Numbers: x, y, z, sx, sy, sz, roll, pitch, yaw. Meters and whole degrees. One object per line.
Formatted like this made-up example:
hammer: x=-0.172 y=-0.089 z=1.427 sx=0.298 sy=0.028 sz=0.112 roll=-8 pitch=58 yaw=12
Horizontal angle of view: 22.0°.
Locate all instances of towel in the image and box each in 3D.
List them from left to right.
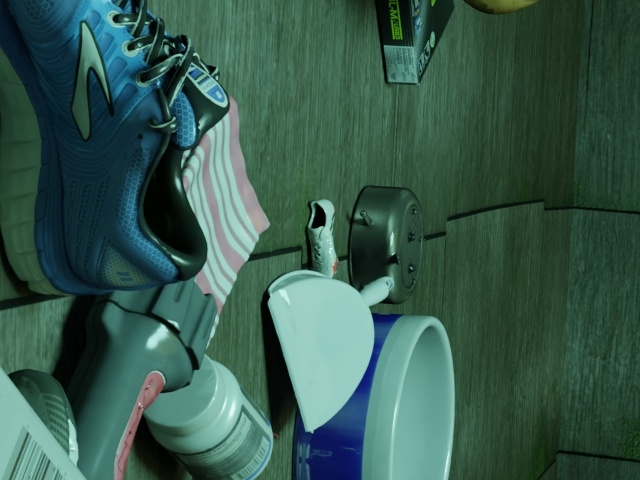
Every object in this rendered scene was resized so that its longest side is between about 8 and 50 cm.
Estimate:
towel: x=-0.093 y=-0.005 z=1.327 sx=0.197 sy=0.029 sz=0.144 roll=-68 pitch=154 yaw=-44

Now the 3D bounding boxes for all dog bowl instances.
dog bowl: x=0.061 y=0.207 z=1.727 sx=0.265 sy=0.104 sz=0.264 roll=4 pitch=90 yaw=-72

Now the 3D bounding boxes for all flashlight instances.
flashlight: x=-0.142 y=0.150 z=1.097 sx=0.103 sy=0.103 sz=0.304 roll=114 pitch=-3 yaw=-48

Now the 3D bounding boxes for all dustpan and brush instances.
dustpan and brush: x=0.020 y=0.079 z=1.605 sx=0.211 sy=0.060 sz=0.147 roll=-28 pitch=109 yaw=-40

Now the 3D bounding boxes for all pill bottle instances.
pill bottle: x=-0.091 y=0.138 z=1.282 sx=0.137 sy=0.078 sz=0.078 roll=61 pitch=37 yaw=-59

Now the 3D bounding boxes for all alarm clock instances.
alarm clock: x=0.081 y=0.000 z=1.826 sx=0.192 sy=0.064 sz=0.129 roll=-43 pitch=134 yaw=-69

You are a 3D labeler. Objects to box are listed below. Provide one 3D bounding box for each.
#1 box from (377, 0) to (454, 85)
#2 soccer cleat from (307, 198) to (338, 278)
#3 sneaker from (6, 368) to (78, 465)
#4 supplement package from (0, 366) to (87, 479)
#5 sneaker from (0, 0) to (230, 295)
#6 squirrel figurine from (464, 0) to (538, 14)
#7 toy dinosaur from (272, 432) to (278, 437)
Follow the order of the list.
box: x=0.107 y=-0.302 z=1.860 sx=0.184 sy=0.045 sz=0.190 roll=-61 pitch=150 yaw=-48
soccer cleat: x=0.000 y=0.000 z=1.623 sx=0.035 sy=0.029 sz=0.083 roll=12 pitch=79 yaw=-63
sneaker: x=-0.203 y=0.162 z=0.937 sx=0.106 sy=0.078 sz=0.234 roll=74 pitch=28 yaw=-52
supplement package: x=-0.231 y=0.120 z=0.487 sx=0.177 sy=0.293 sz=0.175 roll=69 pitch=31 yaw=-54
sneaker: x=-0.125 y=-0.118 z=1.009 sx=0.130 sy=0.147 sz=0.330 roll=-57 pitch=146 yaw=-56
squirrel figurine: x=0.176 y=-0.429 z=1.643 sx=0.397 sy=0.281 sz=0.370 roll=-70 pitch=150 yaw=-59
toy dinosaur: x=-0.074 y=0.192 z=1.371 sx=0.090 sy=0.047 sz=0.082 roll=-54 pitch=-173 yaw=-4
